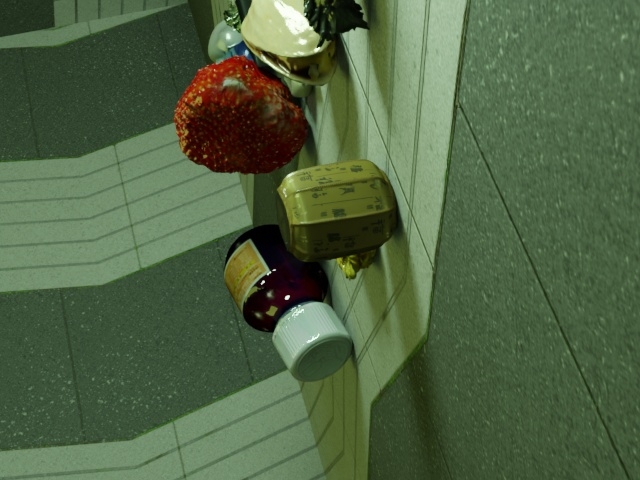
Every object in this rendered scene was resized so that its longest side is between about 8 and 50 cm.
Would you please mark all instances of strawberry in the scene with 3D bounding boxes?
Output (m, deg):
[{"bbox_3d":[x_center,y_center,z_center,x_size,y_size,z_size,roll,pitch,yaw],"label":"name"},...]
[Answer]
[{"bbox_3d":[-0.178,-0.290,2.037,0.351,0.311,0.267,92,-173,-77],"label":"strawberry"}]

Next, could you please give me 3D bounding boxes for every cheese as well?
[{"bbox_3d":[-0.041,-0.340,1.906,0.171,0.047,0.092,-117,16,-55],"label":"cheese"}]

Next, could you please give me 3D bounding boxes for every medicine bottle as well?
[{"bbox_3d":[-0.080,0.156,2.247,0.395,0.242,0.243,-122,20,-45],"label":"medicine bottle"}]

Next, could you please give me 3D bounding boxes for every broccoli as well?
[{"bbox_3d":[-0.164,-0.593,2.184,0.122,0.118,0.204,-69,-3,-48],"label":"broccoli"}]

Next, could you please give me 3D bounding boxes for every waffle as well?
[{"bbox_3d":[0.054,-0.037,1.713,0.193,0.070,0.197,-131,32,-71],"label":"waffle"}]

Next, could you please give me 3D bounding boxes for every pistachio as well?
[{"bbox_3d":[-0.048,-0.364,1.610,0.229,0.157,0.157,53,157,39],"label":"pistachio"}]

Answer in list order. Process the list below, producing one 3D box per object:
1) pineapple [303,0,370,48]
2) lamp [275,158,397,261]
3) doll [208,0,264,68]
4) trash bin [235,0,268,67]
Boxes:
[{"bbox_3d":[-0.032,-0.459,1.311,0.202,0.201,0.362,-124,12,-65],"label":"pineapple"},{"bbox_3d":[0.026,-0.049,1.496,0.161,0.185,0.161,168,90,-78],"label":"lamp"},{"bbox_3d":[-0.213,-0.459,2.446,0.376,0.186,0.366,68,-163,-74],"label":"doll"},{"bbox_3d":[-0.129,-0.515,1.991,0.165,0.114,0.226,-116,14,-56],"label":"trash bin"}]
